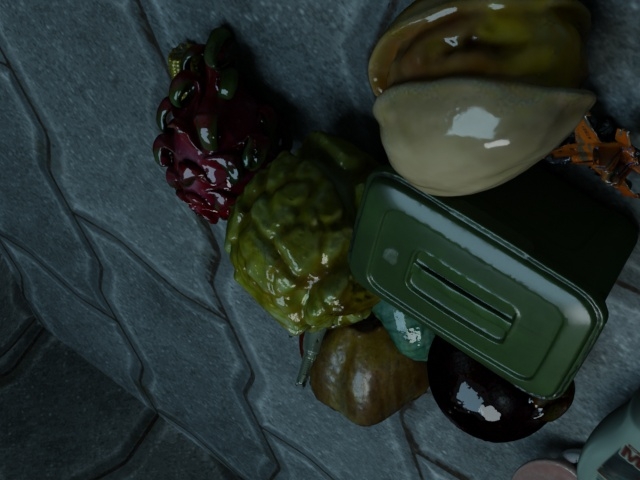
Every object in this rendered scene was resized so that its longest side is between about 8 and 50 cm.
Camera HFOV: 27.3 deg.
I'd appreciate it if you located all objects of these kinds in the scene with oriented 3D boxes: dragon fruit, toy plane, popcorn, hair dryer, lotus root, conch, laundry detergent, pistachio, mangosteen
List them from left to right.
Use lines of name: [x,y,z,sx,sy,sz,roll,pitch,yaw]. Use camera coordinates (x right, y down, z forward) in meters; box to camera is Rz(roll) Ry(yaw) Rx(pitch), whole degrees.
dragon fruit: [-0.158,-0.158,1.970,0.273,0.198,0.218,57,162,-26]
hair dryer: [-0.020,0.071,2.150,0.092,0.267,0.229,13,-150,-41]
popcorn: [-0.006,-0.004,1.860,0.247,0.282,0.282,41,157,-4]
lotus root: [0.074,0.177,2.196,0.199,0.188,0.180,29,142,37]
conch: [0.147,0.090,1.971,0.188,0.176,0.122,31,139,-27]
pistachio: [0.169,-0.161,1.424,0.230,0.230,0.309,48,149,-10]
mangosteen: [0.274,0.171,1.848,0.250,0.211,0.211,-28,109,39]
toy plane: [0.301,-0.103,1.494,0.135,0.062,0.188,54,169,-23]
laundry detergent: [0.490,0.293,1.775,0.264,0.125,0.398,36,154,22]

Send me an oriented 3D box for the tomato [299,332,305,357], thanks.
tomato: [0.025,0.213,2.419,0.199,0.112,0.228,22,146,46]

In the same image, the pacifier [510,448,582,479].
pacifier: [0.424,0.485,2.099,0.332,0.273,0.220,29,170,32]

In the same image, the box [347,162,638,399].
box: [0.214,0.013,1.633,0.328,0.178,0.253,32,149,12]

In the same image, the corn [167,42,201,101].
corn: [-0.185,-0.218,2.077,0.067,0.067,0.206,24,148,39]
